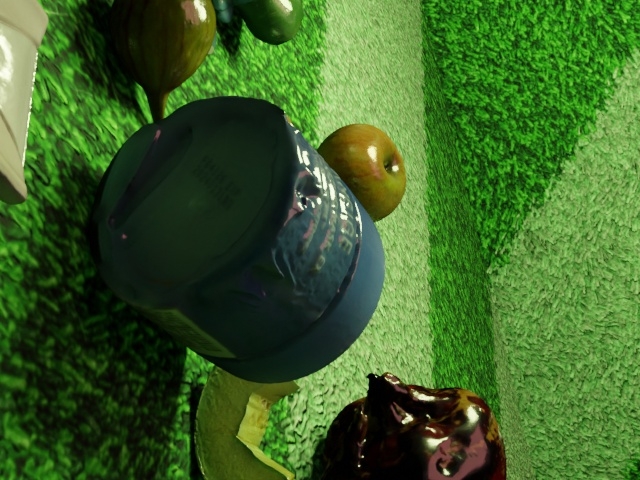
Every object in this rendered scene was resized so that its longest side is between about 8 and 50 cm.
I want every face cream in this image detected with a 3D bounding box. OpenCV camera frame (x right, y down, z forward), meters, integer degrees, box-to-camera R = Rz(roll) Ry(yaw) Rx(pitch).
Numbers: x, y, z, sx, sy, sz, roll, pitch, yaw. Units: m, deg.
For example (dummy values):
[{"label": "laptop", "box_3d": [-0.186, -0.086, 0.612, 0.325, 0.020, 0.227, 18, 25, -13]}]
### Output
[{"label": "face cream", "box_3d": [-0.083, 0.002, 0.962, 0.225, 0.249, 0.249, 44, 37, -54]}]

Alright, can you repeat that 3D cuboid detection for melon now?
[{"label": "melon", "box_3d": [-0.080, 0.219, 1.042, 0.064, 0.118, 0.209, 68, 28, -65]}]

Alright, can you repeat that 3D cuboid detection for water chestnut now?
[{"label": "water chestnut", "box_3d": [0.129, 0.326, 1.324, 0.244, 0.289, 0.289, 68, 17, -61]}]

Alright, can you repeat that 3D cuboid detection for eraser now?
[{"label": "eraser", "box_3d": [-0.306, -0.170, 0.731, 0.243, 0.059, 0.204, 53, 30, -56]}]

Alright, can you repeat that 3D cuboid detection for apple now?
[{"label": "apple", "box_3d": [0.062, -0.113, 1.607, 0.182, 0.155, 0.182, 20, 65, -53]}]

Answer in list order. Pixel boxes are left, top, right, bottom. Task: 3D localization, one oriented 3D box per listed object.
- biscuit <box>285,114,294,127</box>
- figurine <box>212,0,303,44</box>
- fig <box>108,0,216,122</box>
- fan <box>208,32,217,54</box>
[{"label": "biscuit", "box_3d": [-0.056, -0.094, 1.435, 0.176, 0.031, 0.228, 2, 75, -69]}, {"label": "figurine", "box_3d": [-0.119, -0.410, 1.349, 0.234, 0.127, 0.185, 39, 28, -42]}, {"label": "fig", "box_3d": [-0.184, -0.194, 1.073, 0.124, 0.124, 0.236, -66, 163, -60]}, {"label": "fan", "box_3d": [-0.176, -0.298, 1.267, 0.175, 0.005, 0.113, -82, 153, -49]}]
